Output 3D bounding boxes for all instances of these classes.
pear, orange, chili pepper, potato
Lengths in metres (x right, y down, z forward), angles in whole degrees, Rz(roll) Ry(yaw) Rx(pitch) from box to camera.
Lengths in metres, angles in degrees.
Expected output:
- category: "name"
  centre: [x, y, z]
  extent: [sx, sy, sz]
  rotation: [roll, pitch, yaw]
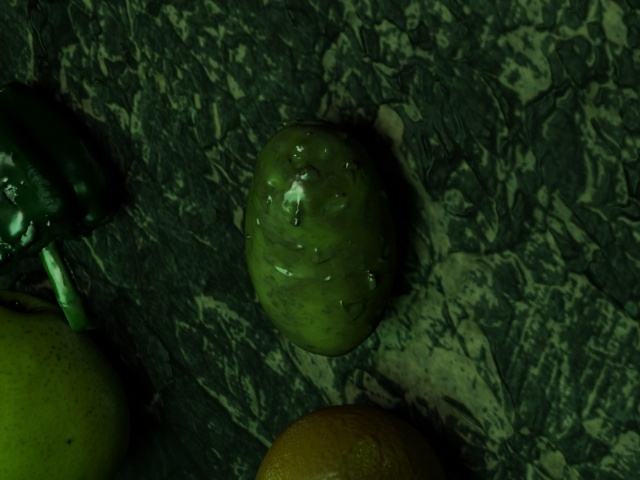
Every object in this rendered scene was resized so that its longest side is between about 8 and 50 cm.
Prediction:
- category: "pear"
  centre: [-0.356, 0.197, 1.967]
  extent: [0.294, 0.294, 0.294]
  rotation: [25, 132, 31]
- category: "orange"
  centre: [0.027, 0.252, 1.688]
  extent: [0.206, 0.206, 0.206]
  rotation: [25, 132, 31]
- category: "chili pepper"
  centre: [-0.290, -0.028, 1.825]
  extent: [0.165, 0.174, 0.261]
  rotation: [-36, 89, 25]
- category: "potato"
  centre: [0.000, 0.000, 1.598]
  extent: [0.149, 0.113, 0.251]
  rotation: [16, 136, 27]
